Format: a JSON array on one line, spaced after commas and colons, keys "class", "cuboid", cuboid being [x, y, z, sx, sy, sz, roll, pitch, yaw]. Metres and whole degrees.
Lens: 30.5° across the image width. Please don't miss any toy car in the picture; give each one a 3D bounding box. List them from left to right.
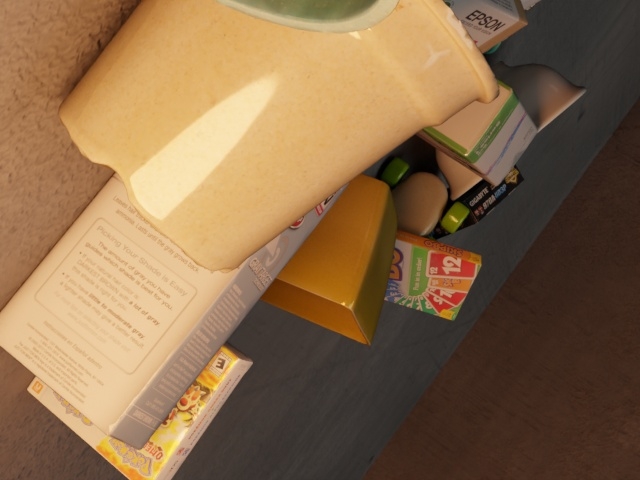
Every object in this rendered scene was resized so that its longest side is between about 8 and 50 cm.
[{"class": "toy car", "cuboid": [0.148, -0.032, 2.013, 0.149, 0.155, 0.188, -51, 173, -12]}]

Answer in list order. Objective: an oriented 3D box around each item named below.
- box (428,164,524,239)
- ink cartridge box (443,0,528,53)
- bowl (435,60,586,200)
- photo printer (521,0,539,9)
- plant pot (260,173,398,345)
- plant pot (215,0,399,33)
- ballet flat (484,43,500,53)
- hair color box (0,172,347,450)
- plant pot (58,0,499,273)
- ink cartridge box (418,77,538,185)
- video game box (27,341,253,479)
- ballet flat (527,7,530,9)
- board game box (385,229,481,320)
[{"class": "box", "cuboid": [0.244, -0.059, 2.153, 0.220, 0.051, 0.175, -25, -170, 48]}, {"class": "ink cartridge box", "cuboid": [0.103, -0.263, 1.381, 0.193, 0.088, 0.235, -31, 158, 31]}, {"class": "bowl", "cuboid": [0.296, -0.210, 2.000, 0.298, 0.134, 0.298, -41, 179, -1]}, {"class": "photo printer", "cuboid": [0.341, -0.480, 1.715, 0.307, 0.107, 0.256, -34, 150, -31]}, {"class": "plant pot", "cuboid": [0.000, 0.000, 1.623, 0.187, 0.212, 0.212, -65, 164, -12]}, {"class": "plant pot", "cuboid": [-0.014, -0.373, 0.780, 0.334, 0.341, 0.341, -59, 163, -14]}, {"class": "ballet flat", "cuboid": [0.179, -0.364, 1.533, 0.147, 0.147, 0.409, -55, 160, 1]}, {"class": "hair color box", "cuboid": [-0.158, 0.015, 1.261, 0.374, 0.185, 0.113, -52, 161, -8]}, {"class": "plant pot", "cuboid": [-0.059, -0.146, 1.088, 0.305, 0.334, 0.334, -45, 162, 2]}, {"class": "ink cartridge box", "cuboid": [0.192, -0.196, 1.728, 0.117, 0.201, 0.278, -56, 162, 5]}, {"class": "video game box", "cuboid": [-0.210, 0.155, 1.347, 0.187, 0.205, 0.048, -57, 157, 3]}, {"class": "ballet flat", "cuboid": [0.362, -0.461, 1.914, 0.241, 0.091, 0.077, -44, -171, -17]}, {"class": "board game box", "cuboid": [0.117, 0.041, 1.898, 0.039, 0.259, 0.124, -78, -172, -55]}]
